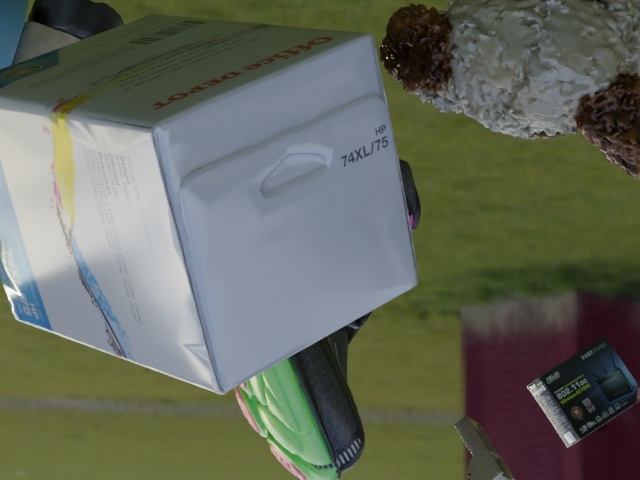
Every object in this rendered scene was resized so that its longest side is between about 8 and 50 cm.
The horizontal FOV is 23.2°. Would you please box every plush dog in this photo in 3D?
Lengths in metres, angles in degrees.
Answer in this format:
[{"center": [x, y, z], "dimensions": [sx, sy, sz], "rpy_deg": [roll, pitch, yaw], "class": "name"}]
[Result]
[{"center": [0.172, -0.147, 1.149], "dimensions": [0.262, 0.210, 0.225], "rpy_deg": [18, -147, 13], "class": "plush dog"}]

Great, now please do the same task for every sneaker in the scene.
[{"center": [0.000, 0.000, 1.475], "dimensions": [0.202, 0.483, 0.185], "rpy_deg": [-5, 145, -2], "class": "sneaker"}]

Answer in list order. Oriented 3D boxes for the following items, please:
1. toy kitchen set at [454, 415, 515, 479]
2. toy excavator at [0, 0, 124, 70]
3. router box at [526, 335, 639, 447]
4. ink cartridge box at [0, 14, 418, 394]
[{"center": [0.145, 0.235, 1.544], "dimensions": [0.083, 0.075, 0.068], "rpy_deg": [-39, 143, 11], "class": "toy kitchen set"}, {"center": [-0.491, -0.160, 1.733], "dimensions": [0.445, 0.222, 0.433], "rpy_deg": [21, 153, -16], "class": "toy excavator"}, {"center": [0.330, 0.187, 1.929], "dimensions": [0.122, 0.092, 0.038], "rpy_deg": [-27, 167, -30], "class": "router box"}, {"center": [-0.101, -0.040, 1.138], "dimensions": [0.198, 0.197, 0.270], "rpy_deg": [-27, -155, -34], "class": "ink cartridge box"}]
